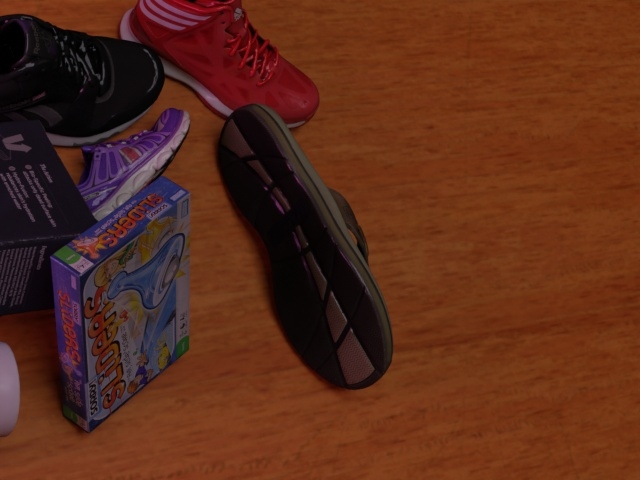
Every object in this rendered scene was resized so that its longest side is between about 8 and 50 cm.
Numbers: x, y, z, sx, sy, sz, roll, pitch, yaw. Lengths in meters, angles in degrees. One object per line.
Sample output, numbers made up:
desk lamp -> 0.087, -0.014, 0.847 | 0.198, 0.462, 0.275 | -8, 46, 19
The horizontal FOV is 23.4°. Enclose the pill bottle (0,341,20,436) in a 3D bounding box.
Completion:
pill bottle -> -0.343, 0.127, 1.255 | 0.180, 0.108, 0.108 | -1, 70, -31

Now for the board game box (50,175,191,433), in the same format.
board game box -> -0.170, 0.057, 1.340 | 0.035, 0.201, 0.136 | 31, 50, 24

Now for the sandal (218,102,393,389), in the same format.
sandal -> 0.000, -0.002, 1.515 | 0.086, 0.120, 0.303 | -12, 76, -48

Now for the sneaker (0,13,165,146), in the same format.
sneaker -> -0.256, -0.152, 1.415 | 0.283, 0.124, 0.107 | -9, 75, -33

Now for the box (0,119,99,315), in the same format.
box -> -0.292, -0.018, 1.321 | 0.158, 0.093, 0.156 | -7, 46, -32

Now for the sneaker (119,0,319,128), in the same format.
sneaker -> -0.081, -0.190, 1.533 | 0.221, 0.128, 0.087 | 21, 61, -21

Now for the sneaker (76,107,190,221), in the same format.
sneaker -> -0.186, -0.078, 1.463 | 0.071, 0.068, 0.170 | 42, 55, -1
